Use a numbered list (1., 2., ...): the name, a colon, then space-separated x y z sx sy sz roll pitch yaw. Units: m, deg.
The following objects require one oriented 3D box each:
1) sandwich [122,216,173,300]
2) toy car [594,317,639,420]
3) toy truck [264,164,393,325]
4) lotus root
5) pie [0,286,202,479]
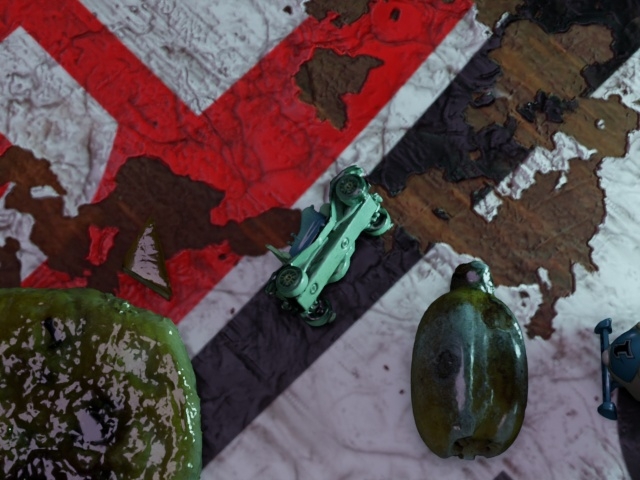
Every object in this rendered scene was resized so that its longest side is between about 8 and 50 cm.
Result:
1. sandwich: -0.175 0.022 1.489 0.044 0.031 0.083 -12 74 -5
2. toy car: 0.303 0.109 1.395 0.098 0.161 0.126 -4 74 11
3. toy truck: -0.001 0.001 1.479 0.078 0.080 0.154 23 73 35
4. lotus root: 0.142 0.113 1.430 0.113 0.088 0.192 7 72 -14
5. pie: -0.267 0.185 1.423 0.323 0.070 0.323 0 75 1
